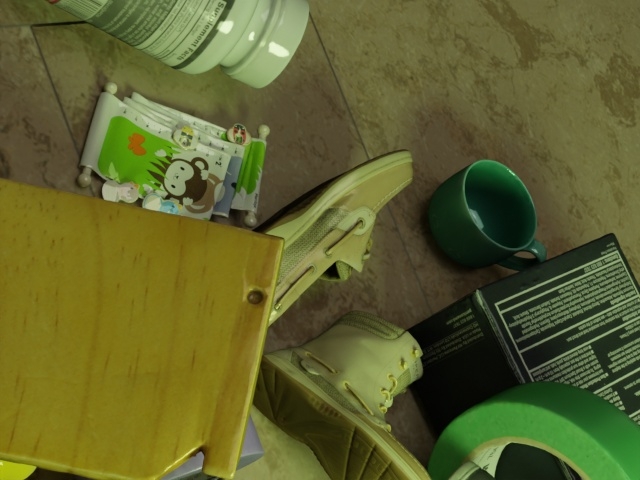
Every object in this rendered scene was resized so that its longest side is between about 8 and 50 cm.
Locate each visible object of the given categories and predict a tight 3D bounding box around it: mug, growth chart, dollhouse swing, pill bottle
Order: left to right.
[{"bbox_3d":[-0.228,0.090,1.468,0.347,0.305,0.315,11,69,-1],"label":"dollhouse swing"},{"bbox_3d":[-0.179,-0.305,1.804,0.318,0.176,0.176,26,53,-26],"label":"pill bottle"},{"bbox_3d":[-0.169,-0.094,1.798,0.237,0.021,0.172,16,57,-25],"label":"growth chart"},{"bbox_3d":[0.212,-0.017,2.018,0.129,0.097,0.158,-15,78,-43],"label":"mug"}]

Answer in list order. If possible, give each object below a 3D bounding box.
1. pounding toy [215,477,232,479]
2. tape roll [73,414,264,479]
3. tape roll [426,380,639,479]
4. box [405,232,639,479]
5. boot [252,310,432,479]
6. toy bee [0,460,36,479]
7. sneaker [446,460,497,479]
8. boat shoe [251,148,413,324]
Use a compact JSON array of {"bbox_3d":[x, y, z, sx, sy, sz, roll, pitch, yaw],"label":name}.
[{"bbox_3d":[-0.171,0.319,1.497,0.155,0.154,0.269,50,46,-6],"label":"pounding toy"},{"bbox_3d":[-0.157,0.211,1.541,0.189,0.189,0.080,-10,73,-41],"label":"tape roll"},{"bbox_3d":[0.263,0.322,1.727,0.077,0.321,0.321,-21,81,-43],"label":"tape roll"},{"bbox_3d":[0.293,0.185,1.918,0.296,0.183,0.294,-18,79,-43],"label":"box"},{"bbox_3d":[0.067,0.193,1.755,0.262,0.095,0.203,37,37,24],"label":"boot"},{"bbox_3d":[-0.351,0.269,1.410,0.195,0.162,0.298,-7,55,-8],"label":"toy bee"},{"bbox_3d":[0.142,0.364,1.686,0.118,0.222,0.083,37,1,26],"label":"sneaker"},{"bbox_3d":[0.000,0.000,1.836,0.341,0.121,0.110,-35,96,-34],"label":"boat shoe"}]
